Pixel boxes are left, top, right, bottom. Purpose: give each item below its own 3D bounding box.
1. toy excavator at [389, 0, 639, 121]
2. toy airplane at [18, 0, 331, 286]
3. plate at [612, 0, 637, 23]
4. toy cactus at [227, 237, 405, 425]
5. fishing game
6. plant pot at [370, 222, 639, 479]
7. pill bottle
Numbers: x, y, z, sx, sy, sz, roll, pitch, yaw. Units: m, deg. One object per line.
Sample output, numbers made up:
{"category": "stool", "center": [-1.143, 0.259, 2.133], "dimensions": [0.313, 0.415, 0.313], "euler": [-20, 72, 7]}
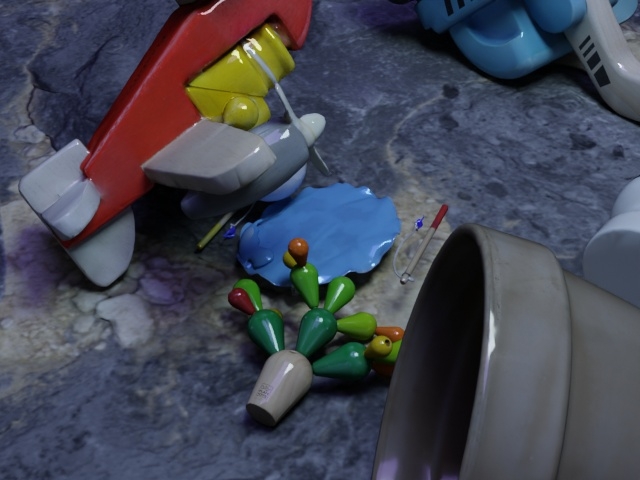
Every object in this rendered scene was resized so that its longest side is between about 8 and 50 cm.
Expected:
{"category": "toy excavator", "center": [0.322, -0.290, 1.521], "dimensions": [0.222, 0.445, 0.433], "euler": [-30, 5, -28]}
{"category": "toy airplane", "center": [-0.141, -0.110, 1.295], "dimensions": [0.272, 0.384, 0.386], "euler": [32, 41, -25]}
{"category": "plate", "center": [0.372, -0.362, 1.738], "dimensions": [0.188, 0.024, 0.188], "euler": [-1, 39, 1]}
{"category": "toy cactus", "center": [-0.009, 0.098, 1.151], "dimensions": [0.219, 0.112, 0.180], "euler": [24, 56, 16]}
{"category": "fishing game", "center": [0.000, 0.000, 1.308], "dimensions": [0.264, 0.041, 0.189], "euler": [6, 39, 24]}
{"category": "plant pot", "center": [0.205, 0.175, 0.900], "dimensions": [0.280, 0.323, 0.323], "euler": [14, 39, -4]}
{"category": "pill bottle", "center": [0.396, -0.026, 1.210], "dimensions": [0.162, 0.162, 0.278], "euler": [26, 48, 31]}
